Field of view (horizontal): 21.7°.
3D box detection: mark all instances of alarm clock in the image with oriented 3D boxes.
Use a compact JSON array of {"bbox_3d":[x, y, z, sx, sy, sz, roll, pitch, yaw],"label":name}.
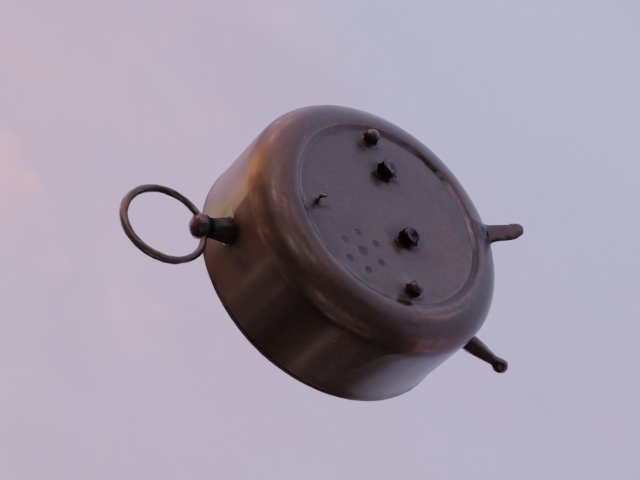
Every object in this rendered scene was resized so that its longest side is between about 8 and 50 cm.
[{"bbox_3d":[0.000,0.000,0.726,0.064,0.192,0.129,-47,-131,43],"label":"alarm clock"}]
